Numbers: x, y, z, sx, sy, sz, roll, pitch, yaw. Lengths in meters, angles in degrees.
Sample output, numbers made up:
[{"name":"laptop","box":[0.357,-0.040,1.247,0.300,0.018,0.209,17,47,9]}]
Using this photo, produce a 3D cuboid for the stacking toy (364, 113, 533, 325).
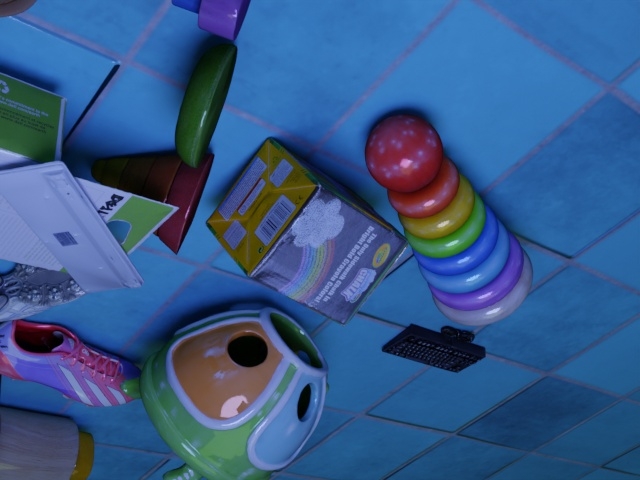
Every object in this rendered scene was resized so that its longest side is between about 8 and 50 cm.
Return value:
[{"name":"stacking toy","box":[0.153,-0.034,1.055,0.141,0.141,0.330,-24,135,14]}]

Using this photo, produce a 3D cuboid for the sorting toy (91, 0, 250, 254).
[{"name":"sorting toy","box":[-0.163,-0.135,0.860,0.126,0.127,0.366,19,139,-3]}]

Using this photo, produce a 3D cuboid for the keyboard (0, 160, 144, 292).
[{"name":"keyboard","box":[-0.252,-0.005,0.879,0.072,0.014,0.256,-4,151,5]}]

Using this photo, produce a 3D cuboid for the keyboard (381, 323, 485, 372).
[{"name":"keyboard","box":[0.197,0.177,1.403,0.180,0.023,0.108,20,132,-36]}]

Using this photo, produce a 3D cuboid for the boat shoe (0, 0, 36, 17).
[{"name":"boat shoe","box":[-0.377,-0.255,0.629,0.342,0.123,0.123,10,101,-24]}]

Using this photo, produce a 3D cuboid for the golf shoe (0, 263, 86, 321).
[{"name":"golf shoe","box":[-0.363,0.063,1.081,0.176,0.069,0.086,-11,162,2]}]

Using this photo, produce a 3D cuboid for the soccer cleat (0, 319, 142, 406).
[{"name":"soccer cleat","box":[-0.343,0.169,1.191,0.248,0.083,0.095,24,129,-34]}]

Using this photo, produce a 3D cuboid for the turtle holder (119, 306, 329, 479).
[{"name":"turtle holder","box":[-0.093,0.227,1.209,0.227,0.243,0.320,-43,127,9]}]

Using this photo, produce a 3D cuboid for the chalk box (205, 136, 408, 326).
[{"name":"chalk box","box":[0.000,0.000,1.007,0.213,0.132,0.132,31,99,-42]}]

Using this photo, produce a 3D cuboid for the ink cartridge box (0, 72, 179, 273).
[{"name":"ink cartridge box","box":[-0.302,-0.061,0.879,0.255,0.097,0.189,18,141,-34]}]

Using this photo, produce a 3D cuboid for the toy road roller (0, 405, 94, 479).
[{"name":"toy road roller","box":[-0.511,0.432,1.340,0.202,0.241,0.329,20,132,-36]}]
